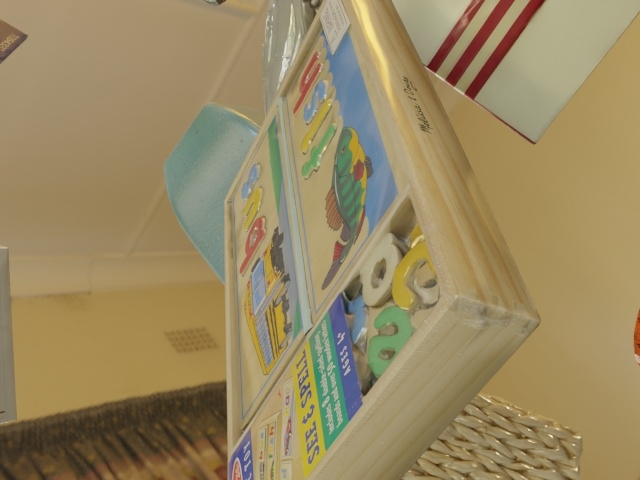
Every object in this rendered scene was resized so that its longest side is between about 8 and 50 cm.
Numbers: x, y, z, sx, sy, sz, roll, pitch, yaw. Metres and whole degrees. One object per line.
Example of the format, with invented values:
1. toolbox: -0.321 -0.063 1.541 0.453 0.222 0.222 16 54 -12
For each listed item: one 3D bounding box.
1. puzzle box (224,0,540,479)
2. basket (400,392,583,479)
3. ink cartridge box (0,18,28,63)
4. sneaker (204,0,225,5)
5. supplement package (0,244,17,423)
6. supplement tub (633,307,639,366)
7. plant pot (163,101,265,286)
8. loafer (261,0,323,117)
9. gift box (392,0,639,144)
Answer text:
1. puzzle box: 0.000 0.000 0.567 0.052 0.409 0.272 17 -56 -21
2. basket: 0.077 0.326 0.878 0.328 0.331 0.266 119 171 -56
3. ink cartridge box: -0.694 -0.396 1.275 0.330 0.324 0.071 29 -56 -15
4. sneaker: -0.256 -0.586 1.547 0.097 0.276 0.135 -30 -23 10
5. supplement package: -0.507 0.126 1.034 0.139 0.134 0.244 -6 -80 -42
6. supplement tub: 0.582 0.144 0.931 0.207 0.338 0.207 -14 -67 -38
7. plant pot: -0.117 -0.104 1.315 0.248 0.252 0.247 -50 -14 20
8. loafer: -0.030 -0.259 1.089 0.112 0.111 0.319 3 -78 -31
9. gift box: 0.194 -0.288 0.778 0.258 0.276 0.255 -53 5 21
